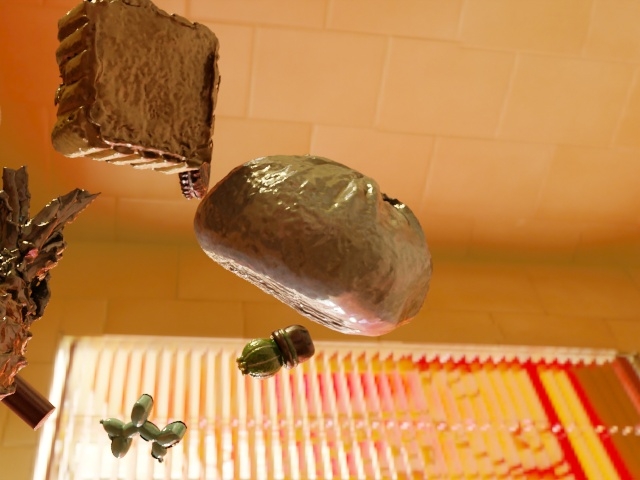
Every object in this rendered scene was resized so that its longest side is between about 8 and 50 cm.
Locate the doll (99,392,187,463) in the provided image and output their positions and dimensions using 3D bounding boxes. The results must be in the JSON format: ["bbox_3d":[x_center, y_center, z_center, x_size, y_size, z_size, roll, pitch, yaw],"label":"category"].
[{"bbox_3d":[-0.371,0.392,1.814,0.158,0.159,0.059,-54,-175,24],"label":"doll"}]

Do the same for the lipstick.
[{"bbox_3d":[-0.605,0.190,1.526,0.057,0.356,0.057,-48,178,-2],"label":"lipstick"}]

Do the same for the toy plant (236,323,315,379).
[{"bbox_3d":[-0.098,0.238,1.870,0.093,0.162,0.093,160,-90,-76],"label":"toy plant"}]

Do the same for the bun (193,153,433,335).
[{"bbox_3d":[0.000,0.000,1.262,0.211,0.362,0.362,-60,-171,-3],"label":"bun"}]

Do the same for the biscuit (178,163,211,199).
[{"bbox_3d":[-0.236,-0.170,1.661,0.194,0.053,0.195,180,-90,-89],"label":"biscuit"}]

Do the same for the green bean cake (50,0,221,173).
[{"bbox_3d":[-0.256,-0.213,1.243,0.131,0.229,0.224,-8,-103,47],"label":"green bean cake"}]

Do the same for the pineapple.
[{"bbox_3d":[-0.322,0.055,0.837,0.364,0.165,0.166,-81,179,-65],"label":"pineapple"}]
